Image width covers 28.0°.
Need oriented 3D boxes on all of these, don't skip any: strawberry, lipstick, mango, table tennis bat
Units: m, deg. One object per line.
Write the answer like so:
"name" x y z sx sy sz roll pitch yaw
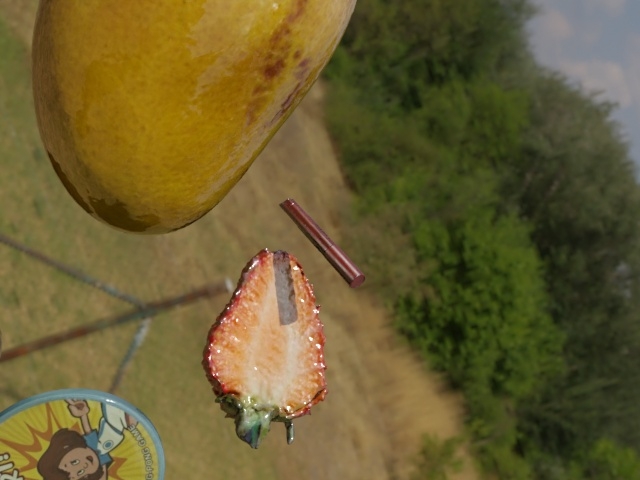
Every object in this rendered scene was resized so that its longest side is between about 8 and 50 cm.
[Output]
"strawberry" -0.083 0.158 1.881 0.106 0.188 0.286 168 -70 -73
"lipstick" 0.001 0.000 1.782 0.176 0.027 0.027 48 -7 31
"mango" -0.112 -0.175 1.079 0.221 0.378 0.264 37 24 32
"table tennis bat" -0.329 0.295 1.460 0.215 0.329 0.044 56 3 -22

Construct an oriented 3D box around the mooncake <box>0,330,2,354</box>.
"mooncake" -0.536 0.142 1.562 0.154 0.306 0.306 74 1 -58
